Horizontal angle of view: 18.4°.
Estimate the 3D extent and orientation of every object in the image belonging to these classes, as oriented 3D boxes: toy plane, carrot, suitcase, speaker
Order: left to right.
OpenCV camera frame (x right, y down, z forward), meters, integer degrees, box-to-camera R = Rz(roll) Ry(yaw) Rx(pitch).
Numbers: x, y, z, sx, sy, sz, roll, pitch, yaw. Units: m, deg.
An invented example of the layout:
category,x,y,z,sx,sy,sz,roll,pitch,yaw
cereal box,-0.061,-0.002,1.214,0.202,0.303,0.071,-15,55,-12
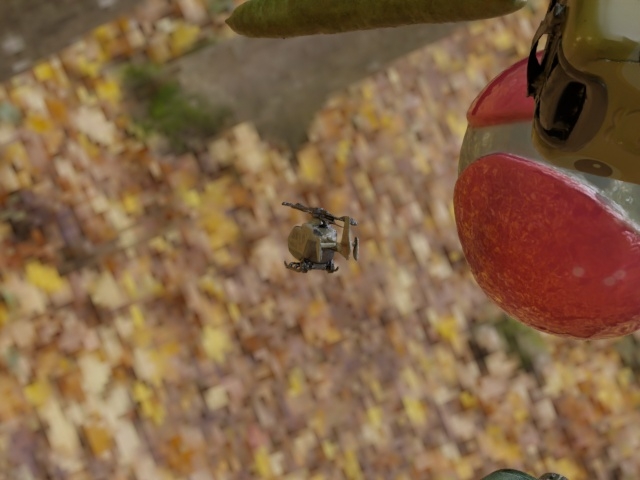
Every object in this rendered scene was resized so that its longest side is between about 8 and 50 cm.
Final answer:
category,x,y,z,sx,sy,sz,roll,pitch,yaw
toy plane,0.000,0.000,1.415,0.120,0.031,0.049,-159,-109,-67
carrot,0.057,-0.258,2.147,0.074,0.358,0.074,22,66,-61
speaker,0.265,-0.042,1.940,0.294,0.294,0.294,-22,90,-82
suitcase,0.256,-0.125,1.296,0.194,0.235,0.143,100,2,-66

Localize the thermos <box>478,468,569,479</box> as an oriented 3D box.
category,x,y,z,sx,sy,sz,roll,pitch,yaw
thermos,0.082,0.178,1.114,0.073,0.187,0.083,42,-47,23
